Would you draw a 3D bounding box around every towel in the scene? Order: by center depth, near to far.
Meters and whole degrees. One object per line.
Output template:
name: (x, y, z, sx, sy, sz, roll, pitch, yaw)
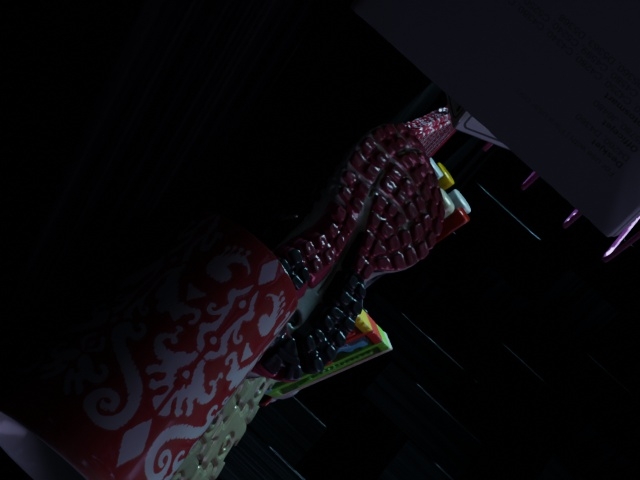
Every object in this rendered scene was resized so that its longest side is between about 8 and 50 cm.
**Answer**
towel: (0.069, -0.074, 1.300, 0.199, 0.031, 0.275, -48, 173, 25)

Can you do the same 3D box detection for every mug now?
mug: (-0.112, 0.065, 0.683, 0.169, 0.150, 0.113, -49, 139, -26)

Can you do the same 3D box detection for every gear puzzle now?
gear puzzle: (-0.107, 0.168, 1.319, 0.339, 0.044, 0.175, -58, 161, -22)

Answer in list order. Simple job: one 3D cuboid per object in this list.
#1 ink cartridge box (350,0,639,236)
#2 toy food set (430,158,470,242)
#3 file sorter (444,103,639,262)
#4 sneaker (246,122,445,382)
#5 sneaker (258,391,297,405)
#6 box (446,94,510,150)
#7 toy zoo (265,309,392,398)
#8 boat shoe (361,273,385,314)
ink cartridge box: (0.187, -0.181, 0.583, 0.198, 0.197, 0.270, -43, 172, -40)
toy food set: (0.131, -0.044, 1.593, 0.104, 0.111, 0.232, -36, 178, 13)
file sorter: (0.328, -0.147, 1.421, 0.202, 0.291, 0.182, -43, 176, -35)
sneaker: (0.000, 0.000, 0.988, 0.112, 0.120, 0.299, -9, -153, 47)
sneaker: (-0.082, 0.219, 1.905, 0.145, 0.090, 0.270, -42, 169, -33)
box: (0.289, -0.149, 1.163, 0.169, 0.290, 0.087, -53, -150, 40)
toy zoo: (-0.018, 0.150, 1.589, 0.192, 0.030, 0.293, -24, 161, 6)
boat shoe: (0.042, 0.075, 1.685, 0.340, 0.113, 0.127, -46, 175, -13)
